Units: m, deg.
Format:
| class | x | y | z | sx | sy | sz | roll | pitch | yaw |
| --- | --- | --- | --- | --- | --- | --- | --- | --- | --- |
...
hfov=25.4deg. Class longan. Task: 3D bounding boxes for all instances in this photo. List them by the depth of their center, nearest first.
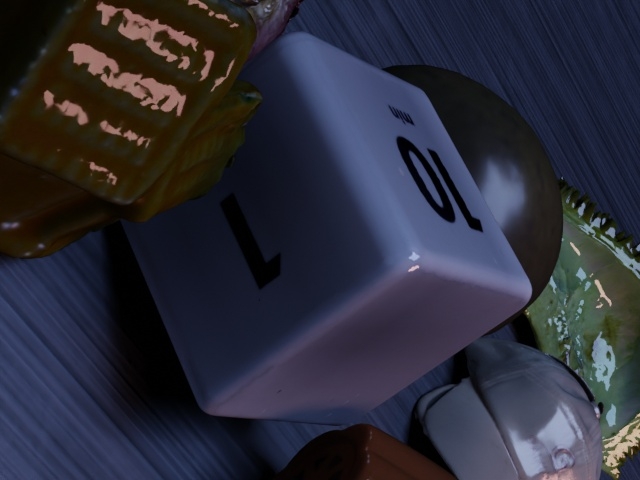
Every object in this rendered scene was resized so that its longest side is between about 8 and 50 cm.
| class | x | y | z | sx | sy | sz | roll | pitch | yaw |
| --- | --- | --- | --- | --- | --- | --- | --- | --- | --- |
| longan | 0.099 | -0.025 | 1.219 | 0.246 | 0.215 | 0.246 | -3 | 90 | -85 |

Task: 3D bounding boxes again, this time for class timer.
| class | x | y | z | sx | sy | sz | roll | pitch | yaw |
| --- | --- | --- | --- | --- | --- | --- | --- | --- | --- |
| timer | 0.000 | 0.000 | 1.003 | 0.192 | 0.194 | 0.195 | 16 | 42 | -56 |

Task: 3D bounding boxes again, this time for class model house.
| class | x | y | z | sx | sy | sz | roll | pitch | yaw |
| --- | --- | --- | --- | --- | --- | --- | --- | --- | --- |
| model house | -0.142 | -0.106 | 0.819 | 0.268 | 0.239 | 0.173 | 24 | 56 | -52 |

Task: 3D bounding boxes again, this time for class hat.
| class | x | y | z | sx | sy | sz | roll | pitch | yaw |
| --- | --- | --- | --- | --- | --- | --- | --- | --- | --- |
| hat | 0.196 | 0.204 | 1.346 | 0.226 | 0.164 | 0.219 | -52 | 123 | -79 |

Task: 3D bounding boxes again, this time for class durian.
| class | x | y | z | sx | sy | sz | roll | pitch | yaw |
| --- | --- | --- | --- | --- | --- | --- | --- | --- | --- |
| durian | 0.280 | 0.068 | 1.612 | 0.198 | 0.163 | 0.394 | -30 | 102 | -19 |

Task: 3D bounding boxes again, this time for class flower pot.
| class | x | y | z | sx | sy | sz | roll | pitch | yaw |
| --- | --- | --- | --- | --- | --- | --- | --- | --- | --- |
| flower pot | 0.045 | 0.235 | 1.043 | 0.173 | 0.191 | 0.190 | 49 | 38 | -18 |

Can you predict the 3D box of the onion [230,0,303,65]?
| class | x | y | z | sx | sy | sz | roll | pitch | yaw |
| --- | --- | --- | --- | --- | --- | --- | --- | --- | --- |
| onion | -0.100 | -0.232 | 1.042 | 0.230 | 0.163 | 0.230 | -47 | 156 | -29 |
